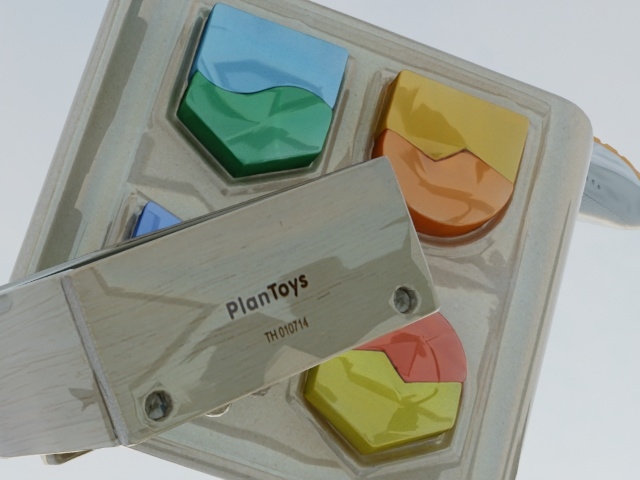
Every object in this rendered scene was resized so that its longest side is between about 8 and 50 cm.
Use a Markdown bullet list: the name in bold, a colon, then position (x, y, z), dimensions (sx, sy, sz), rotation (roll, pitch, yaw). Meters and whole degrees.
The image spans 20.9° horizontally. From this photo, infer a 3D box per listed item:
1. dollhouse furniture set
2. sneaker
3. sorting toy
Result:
- **dollhouse furniture set**: position (-0.022, 0.117, 0.491), dimensions (0.161, 0.212, 0.242), rotation (-15, -85, 57)
- **sneaker**: position (0.117, -0.025, 1.253), dimensions (0.262, 0.121, 0.099), rotation (14, -14, 34)
- **sorting toy**: position (0.000, 0.000, 0.650), dimensions (0.208, 0.193, 0.038), rotation (21, -21, -14)
